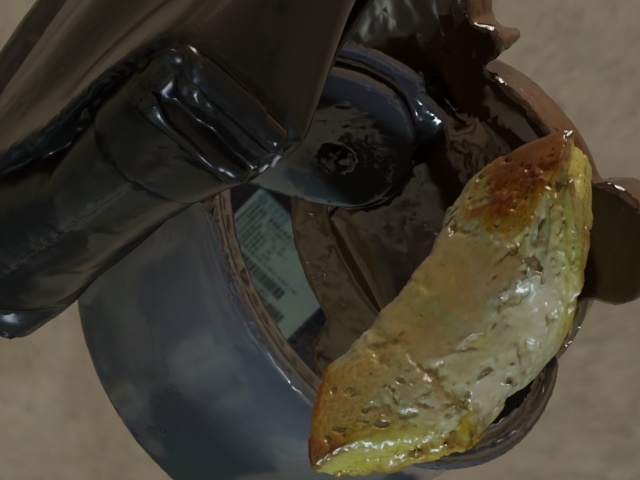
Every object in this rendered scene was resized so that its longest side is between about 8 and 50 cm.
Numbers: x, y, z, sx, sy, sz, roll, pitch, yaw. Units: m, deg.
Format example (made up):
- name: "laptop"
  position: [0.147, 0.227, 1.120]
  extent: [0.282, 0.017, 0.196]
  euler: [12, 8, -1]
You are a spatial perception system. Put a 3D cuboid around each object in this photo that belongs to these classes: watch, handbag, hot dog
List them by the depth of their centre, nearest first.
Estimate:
- name: "handbag"
  position: [-0.030, -0.087, 0.628]
  extent: [0.080, 0.223, 0.247]
  euler: [40, 56, -20]
- name: "hot dog"
  position: [0.062, 0.034, 0.720]
  extent: [0.169, 0.078, 0.061]
  euler: [-50, 124, -2]
- name: "watch"
  position: [0.000, 0.000, 1.148]
  extent: [0.327, 0.314, 0.335]
  euler: [-24, 86, -48]

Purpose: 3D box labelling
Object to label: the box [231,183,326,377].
- name: "box"
  position: [-0.036, 0.012, 1.421]
  extent: [0.350, 0.058, 0.211]
  euler: [44, 96, -12]
